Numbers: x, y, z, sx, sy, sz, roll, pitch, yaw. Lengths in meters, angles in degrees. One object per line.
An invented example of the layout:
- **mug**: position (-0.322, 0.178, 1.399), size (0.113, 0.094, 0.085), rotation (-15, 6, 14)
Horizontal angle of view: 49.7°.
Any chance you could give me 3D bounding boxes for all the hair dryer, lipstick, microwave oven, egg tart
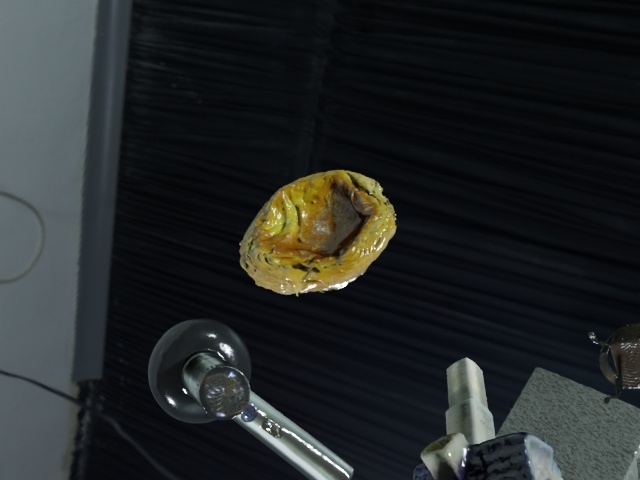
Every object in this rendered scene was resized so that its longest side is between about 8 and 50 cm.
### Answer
- **hair dryer**: position (-0.100, 0.254, 0.934), size (0.155, 0.320, 0.284), rotation (-36, 103, -16)
- **lipstick**: position (0.290, 0.342, 1.349), size (0.079, 0.077, 0.253), rotation (41, 30, -20)
- **microwave oven**: position (0.594, 0.596, 1.698), size (0.432, 0.374, 0.236), rotation (-51, 138, -22)
- **egg tart**: position (0.000, 0.000, 1.452), size (0.352, 0.351, 0.150), rotation (-55, 139, -33)

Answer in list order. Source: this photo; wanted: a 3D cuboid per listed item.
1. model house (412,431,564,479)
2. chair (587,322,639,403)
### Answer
- **model house**: position (0.201, 0.388, 0.834), size (0.243, 0.284, 0.298), rotation (-37, 168, 35)
- **chair**: position (0.663, 0.242, 1.457), size (0.213, 0.174, 0.149), rotation (-2, 75, -56)
